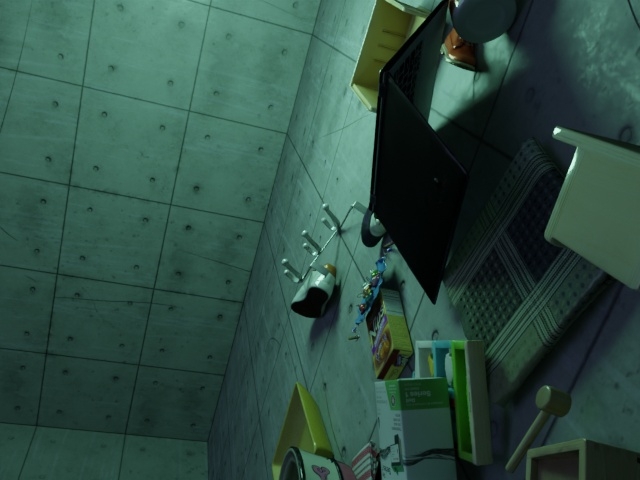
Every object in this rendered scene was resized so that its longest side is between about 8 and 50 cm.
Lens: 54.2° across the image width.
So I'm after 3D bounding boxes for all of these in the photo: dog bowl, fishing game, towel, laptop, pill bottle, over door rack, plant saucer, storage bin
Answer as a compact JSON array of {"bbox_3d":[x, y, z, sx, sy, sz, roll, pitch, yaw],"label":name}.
[{"bbox_3d":[-0.012,0.701,1.471,0.408,0.150,0.408,-173,90,-79],"label":"dog bowl"},{"bbox_3d":[0.116,0.120,1.540,0.189,0.041,0.264,129,163,-82],"label":"fishing game"},{"bbox_3d":[0.318,0.050,0.998,0.312,0.056,0.324,-102,29,-48],"label":"towel"},{"bbox_3d":[0.229,-0.170,1.217,0.408,0.236,0.382,-53,-21,-30],"label":"laptop"},{"bbox_3d":[0.307,-0.503,1.243,0.121,0.121,0.216,118,156,-48],"label":"pill bottle"},{"bbox_3d":[0.000,0.000,1.867,0.240,0.108,0.324,-55,9,-16],"label":"over door rack"},{"bbox_3d":[-0.051,0.643,1.837,0.333,0.080,0.333,-118,42,-66],"label":"plant saucer"},{"bbox_3d":[0.194,-0.479,1.631,0.260,0.123,0.262,-107,32,-60],"label":"storage bin"},{"bbox_3d":[0.105,0.575,1.429,0.144,0.029,0.197,116,159,-51],"label":"towel"}]

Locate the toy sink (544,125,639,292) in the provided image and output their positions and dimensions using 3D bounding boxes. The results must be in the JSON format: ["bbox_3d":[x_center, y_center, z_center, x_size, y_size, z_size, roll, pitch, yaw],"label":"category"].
[{"bbox_3d":[0.358,-0.030,0.694,0.234,0.152,0.131,-120,42,-66],"label":"toy sink"}]

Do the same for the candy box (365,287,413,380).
[{"bbox_3d":[0.155,0.215,1.441,0.187,0.053,0.109,-95,21,-50],"label":"candy box"}]

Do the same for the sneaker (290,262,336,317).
[{"bbox_3d":[-0.009,0.163,2.019,0.123,0.105,0.290,-65,8,-30],"label":"sneaker"}]

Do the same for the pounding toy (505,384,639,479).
[{"bbox_3d":[0.313,0.289,0.771,0.181,0.094,0.206,120,165,-62],"label":"pounding toy"}]

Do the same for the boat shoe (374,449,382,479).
[{"bbox_3d":[0.142,0.469,1.340,0.049,0.042,0.133,150,130,-73],"label":"boat shoe"}]

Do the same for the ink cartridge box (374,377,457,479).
[{"bbox_3d":[0.163,0.353,1.085,0.160,0.092,0.220,124,144,-72],"label":"ink cartridge box"}]

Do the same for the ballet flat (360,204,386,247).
[{"bbox_3d":[0.154,-0.073,1.606,0.074,0.074,0.203,-130,55,-70],"label":"ballet flat"}]

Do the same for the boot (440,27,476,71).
[{"bbox_3d":[0.302,-0.415,1.330,0.158,0.059,0.085,-99,30,-53],"label":"boot"}]

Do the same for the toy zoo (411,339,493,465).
[{"bbox_3d":[0.221,0.274,1.113,0.293,0.030,0.192,137,132,-75],"label":"toy zoo"}]
